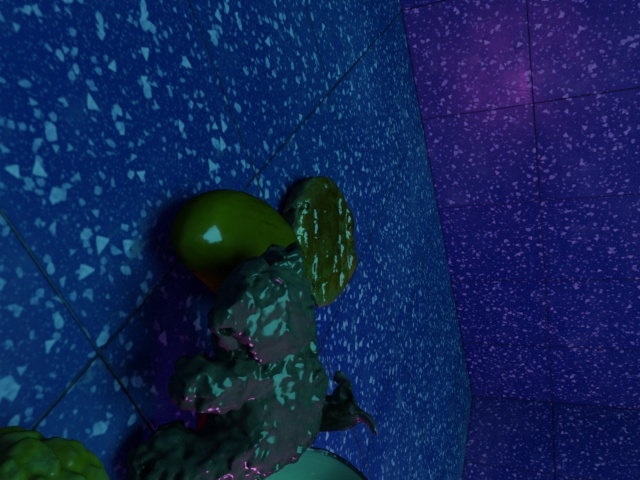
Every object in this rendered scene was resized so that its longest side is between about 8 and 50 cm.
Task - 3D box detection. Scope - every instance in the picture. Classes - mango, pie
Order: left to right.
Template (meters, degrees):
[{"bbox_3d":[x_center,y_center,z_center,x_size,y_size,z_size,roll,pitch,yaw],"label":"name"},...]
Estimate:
[{"bbox_3d":[-0.130,0.014,0.887,0.332,0.142,0.195,51,37,-51],"label":"mango"},{"bbox_3d":[0.000,0.000,1.242,0.339,0.083,0.340,3,86,-63],"label":"pie"}]

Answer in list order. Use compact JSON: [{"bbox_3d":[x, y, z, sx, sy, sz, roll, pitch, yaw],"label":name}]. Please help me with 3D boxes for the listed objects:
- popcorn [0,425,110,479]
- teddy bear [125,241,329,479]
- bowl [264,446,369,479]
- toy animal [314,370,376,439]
[{"bbox_3d":[-0.277,0.318,0.442,0.173,0.225,0.286,35,55,-55],"label":"popcorn"},{"bbox_3d":[-0.106,0.180,0.780,0.357,0.224,0.368,-8,104,-64],"label":"teddy bear"},{"bbox_3d":[-0.042,0.569,0.885,0.185,0.353,0.354,-56,175,32],"label":"bowl"},{"bbox_3d":[-0.017,0.373,1.069,0.169,0.233,0.121,-132,-142,-63],"label":"toy animal"}]
